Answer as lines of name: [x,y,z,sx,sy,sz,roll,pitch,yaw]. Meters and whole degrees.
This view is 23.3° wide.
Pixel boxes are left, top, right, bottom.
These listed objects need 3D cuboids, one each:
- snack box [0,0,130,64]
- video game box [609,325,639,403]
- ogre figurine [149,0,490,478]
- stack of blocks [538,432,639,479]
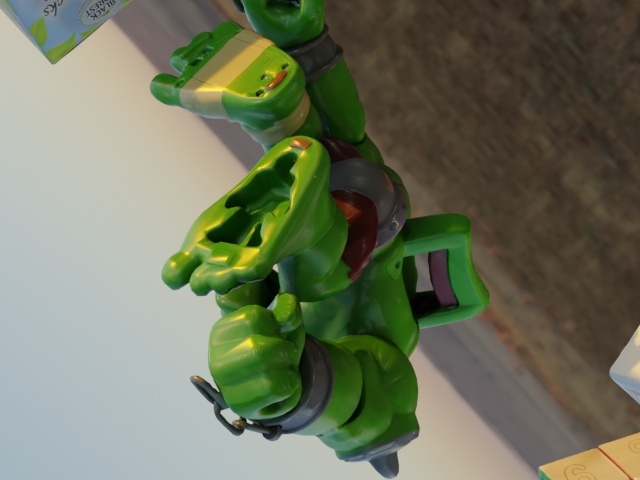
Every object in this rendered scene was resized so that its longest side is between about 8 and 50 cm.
snack box: [-0.174,-0.197,0.661,0.174,0.070,0.207,45,172,40]
video game box: [0.219,0.104,0.522,0.205,0.048,0.187,42,172,-19]
ogre figurine: [0.000,0.000,0.543,0.118,0.097,0.197,55,-174,-40]
stack of blocks: [0.232,0.221,0.873,0.297,0.087,0.171,-134,32,-60]
